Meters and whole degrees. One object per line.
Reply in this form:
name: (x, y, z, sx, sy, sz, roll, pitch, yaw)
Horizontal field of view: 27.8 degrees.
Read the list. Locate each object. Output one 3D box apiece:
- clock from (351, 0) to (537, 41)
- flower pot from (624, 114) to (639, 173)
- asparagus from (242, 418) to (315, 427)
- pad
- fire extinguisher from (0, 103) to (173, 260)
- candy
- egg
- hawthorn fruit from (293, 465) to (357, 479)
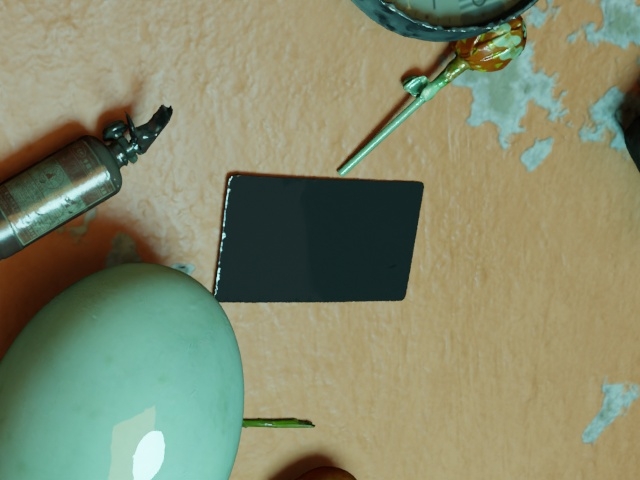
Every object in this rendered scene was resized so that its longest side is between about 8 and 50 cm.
clock: (0.144, -0.377, 1.437, 0.312, 0.061, 0.313, -2, 96, -18)
flower pot: (0.540, -0.105, 1.634, 0.251, 0.379, 0.379, -30, 119, 12)
asparagus: (-0.082, 0.228, 1.615, 0.166, 0.013, 0.016, 5, 147, -25)
pad: (0.000, 0.000, 1.577, 0.265, 0.009, 0.160, 1, 107, -26)
fire extinguisher: (-0.262, -0.064, 1.379, 0.252, 0.106, 0.075, -31, 98, -11)
candy: (0.130, -0.175, 1.551, 0.287, 0.078, 0.084, -43, 157, 6)
egg: (-0.227, 0.209, 1.392, 0.276, 0.276, 0.389, 19, 101, -28)
hawthorn fruit: (-0.010, 0.365, 1.628, 0.172, 0.148, 0.148, -19, 116, 3)
